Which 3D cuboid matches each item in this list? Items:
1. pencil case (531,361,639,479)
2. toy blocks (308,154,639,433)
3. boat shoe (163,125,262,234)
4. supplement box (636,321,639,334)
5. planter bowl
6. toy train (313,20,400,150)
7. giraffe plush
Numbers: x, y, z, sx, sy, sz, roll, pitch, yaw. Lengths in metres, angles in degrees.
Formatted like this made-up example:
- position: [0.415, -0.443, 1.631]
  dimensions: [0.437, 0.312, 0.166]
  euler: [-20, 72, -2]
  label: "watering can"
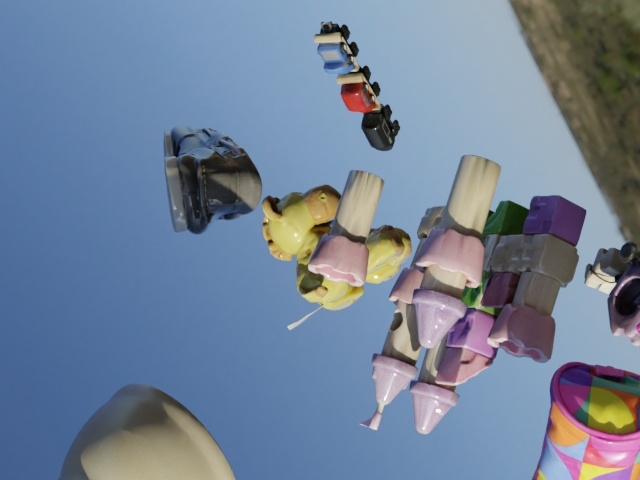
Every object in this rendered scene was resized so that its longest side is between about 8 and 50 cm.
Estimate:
- position: [0.225, 0.209, 1.180]
  dimensions: [0.104, 0.104, 0.236]
  euler: [-100, 12, -48]
  label: "pencil case"
- position: [0.167, 0.090, 1.450]
  dimensions: [0.308, 0.288, 0.260]
  euler: [23, -103, -26]
  label: "toy blocks"
- position: [-0.123, -0.067, 1.514]
  dimensions: [0.335, 0.095, 0.112]
  euler: [-125, 30, -78]
  label: "boat shoe"
- position: [0.364, 0.113, 1.049]
  dimensions: [0.114, 0.111, 0.220]
  euler: [-37, -89, -40]
  label: "supplement box"
- position: [-0.163, 0.220, 1.182]
  dimensions: [0.109, 0.162, 0.162]
  euler: [-36, -79, -38]
  label: "planter bowl"
- position: [0.030, -0.124, 1.138]
  dimensions: [0.158, 0.027, 0.036]
  euler: [56, -138, -50]
  label: "toy train"
- position: [0.000, 0.000, 1.908]
  dimensions: [0.170, 0.210, 0.181]
  euler: [57, 160, 13]
  label: "giraffe plush"
